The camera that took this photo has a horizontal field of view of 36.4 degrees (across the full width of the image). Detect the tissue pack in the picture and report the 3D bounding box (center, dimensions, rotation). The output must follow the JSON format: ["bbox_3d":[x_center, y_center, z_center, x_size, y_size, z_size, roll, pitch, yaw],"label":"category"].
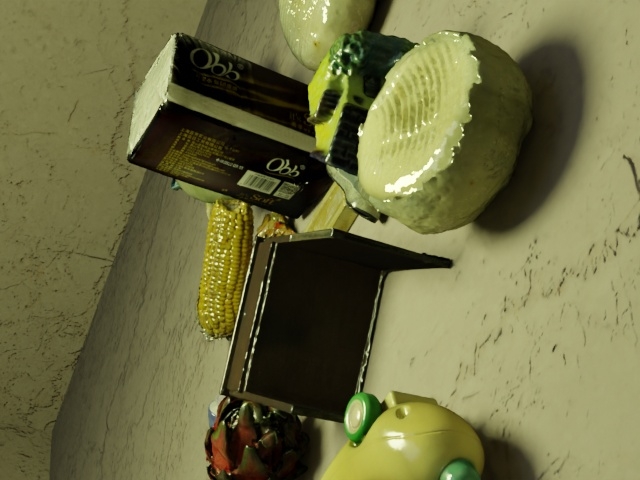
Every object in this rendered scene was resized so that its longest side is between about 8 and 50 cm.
[{"bbox_3d":[-0.146,-0.197,1.789,0.210,0.369,0.198,-46,35,41],"label":"tissue pack"}]

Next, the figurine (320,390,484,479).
[{"bbox_3d":[0.079,0.317,1.119,0.325,0.124,0.222,-59,31,32],"label":"figurine"}]

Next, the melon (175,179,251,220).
[{"bbox_3d":[-0.192,-0.207,2.071,0.272,0.271,0.308,-37,36,58],"label":"melon"}]

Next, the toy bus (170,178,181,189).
[{"bbox_3d":[-0.231,-0.253,2.284,0.152,0.190,0.313,-7,68,68],"label":"toy bus"}]

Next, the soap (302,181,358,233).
[{"bbox_3d":[-0.001,0.000,1.726,0.252,0.037,0.092,-60,26,34],"label":"soap"}]

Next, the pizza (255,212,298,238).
[{"bbox_3d":[-0.093,0.022,1.906,0.147,0.069,0.226,-66,22,14],"label":"pizza"}]

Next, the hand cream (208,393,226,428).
[{"bbox_3d":[-0.210,0.374,1.984,0.084,0.053,0.142,-108,29,-55],"label":"hand cream"}]

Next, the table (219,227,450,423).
[{"bbox_3d":[0.012,0.127,1.375,0.282,0.196,0.251,-8,67,67],"label":"table"}]

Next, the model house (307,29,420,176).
[{"bbox_3d":[0.088,-0.165,1.391,0.170,0.193,0.212,-51,30,42],"label":"model house"}]

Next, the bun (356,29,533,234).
[{"bbox_3d":[0.166,-0.126,1.225,0.259,0.152,0.260,-36,41,40],"label":"bun"}]

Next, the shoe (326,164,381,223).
[{"bbox_3d":[0.070,-0.106,1.586,0.077,0.074,0.194,-53,29,19],"label":"shoe"}]

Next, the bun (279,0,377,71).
[{"bbox_3d":[0.024,-0.454,1.822,0.273,0.168,0.273,-177,90,-66],"label":"bun"}]

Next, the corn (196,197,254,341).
[{"bbox_3d":[-0.194,0.065,2.017,0.115,0.115,0.318,-118,33,-62],"label":"corn"}]

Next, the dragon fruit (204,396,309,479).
[{"bbox_3d":[-0.104,0.327,1.569,0.189,0.182,0.182,-53,27,22],"label":"dragon fruit"}]
